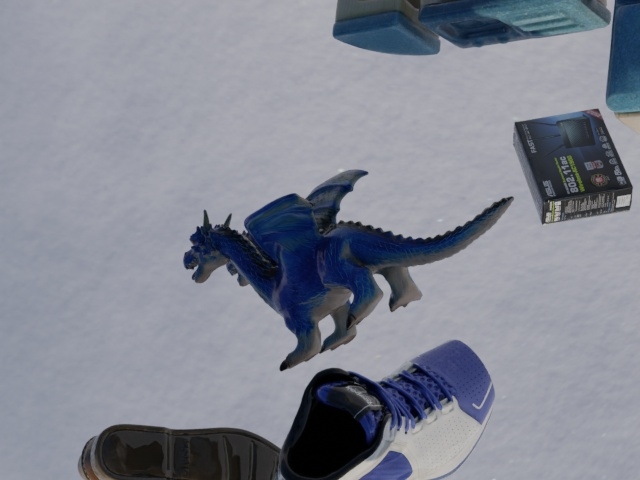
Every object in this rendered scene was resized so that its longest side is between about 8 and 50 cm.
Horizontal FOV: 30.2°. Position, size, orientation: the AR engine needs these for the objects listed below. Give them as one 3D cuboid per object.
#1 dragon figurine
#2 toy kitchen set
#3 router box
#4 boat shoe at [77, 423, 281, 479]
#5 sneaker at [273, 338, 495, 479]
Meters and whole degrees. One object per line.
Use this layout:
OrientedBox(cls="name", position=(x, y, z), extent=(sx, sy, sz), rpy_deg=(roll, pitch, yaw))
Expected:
OrientedBox(cls="dragon figurine", position=(0.000, 0.000, 0.874), extent=(0.289, 0.085, 0.144), rpy_deg=(-38, 77, 47))
OrientedBox(cls="toy kitchen set", position=(0.059, -0.118, 0.498), extent=(0.207, 0.166, 0.122), rpy_deg=(-2, 75, 39))
OrientedBox(cls="router box", position=(0.257, -0.077, 1.218), extent=(0.092, 0.038, 0.122), rpy_deg=(-10, 49, -1))
OrientedBox(cls="boat shoe", position=(-0.173, 0.310, 1.605), extent=(0.104, 0.307, 0.110), rpy_deg=(-39, 38, 53))
OrientedBox(cls="sneaker", position=(0.071, 0.201, 1.293), extent=(0.127, 0.315, 0.182), rpy_deg=(43, 151, 27))
